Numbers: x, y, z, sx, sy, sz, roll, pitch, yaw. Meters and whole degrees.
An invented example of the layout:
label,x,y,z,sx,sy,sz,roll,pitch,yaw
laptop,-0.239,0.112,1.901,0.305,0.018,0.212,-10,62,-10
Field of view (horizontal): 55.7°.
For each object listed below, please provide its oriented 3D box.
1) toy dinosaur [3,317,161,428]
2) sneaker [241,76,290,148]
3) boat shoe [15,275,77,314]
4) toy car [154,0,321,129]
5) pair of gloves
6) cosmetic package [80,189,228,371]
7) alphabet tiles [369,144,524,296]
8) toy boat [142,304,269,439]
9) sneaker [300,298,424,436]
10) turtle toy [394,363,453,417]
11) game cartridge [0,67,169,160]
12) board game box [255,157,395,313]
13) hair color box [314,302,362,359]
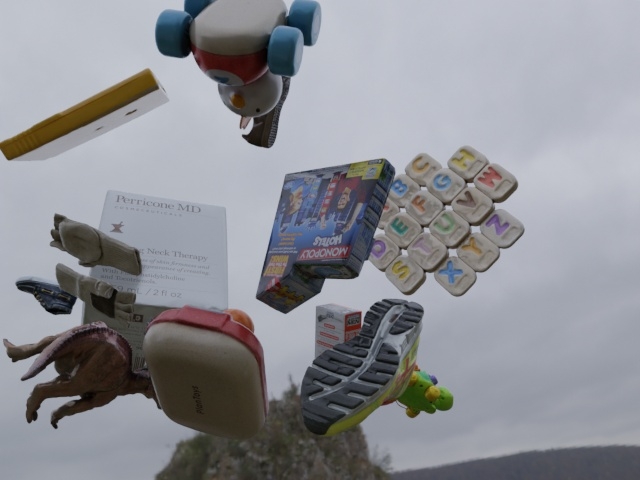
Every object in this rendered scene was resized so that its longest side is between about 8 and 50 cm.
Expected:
label,x,y,z,sx,sy,sz,roll,pitch,yaw
toy dinosaur,-0.313,0.173,0.876,0.201,0.127,0.295,-21,-25,-4
sneaker,-0.116,-0.290,1.266,0.071,0.188,0.066,15,1,13
boat shoe,-0.763,0.153,1.671,0.184,0.083,0.065,7,-31,4
toy car,-0.127,-0.277,1.017,0.219,0.210,0.237,11,-46,9
pair of gloves,-0.460,0.063,1.226,0.204,0.042,0.240,26,-48,7
cosmetic package,-0.436,0.129,1.600,0.330,0.393,0.327,8,-49,-17
alphabet tiles,0.212,-0.039,1.096,0.284,0.278,0.021,-46,-40,5
toy boat,-0.132,0.155,0.803,0.151,0.151,0.231,11,-47,11
sneaker,0.054,0.147,0.636,0.082,0.094,0.208,14,30,32
turtle toy,0.183,0.274,1.104,0.130,0.066,0.095,33,-48,-1
game cartridge,-0.485,-0.260,1.292,0.324,0.052,0.285,-27,11,-6
board game box,0.000,0.000,0.780,0.060,0.194,0.194,34,-22,-35
hair color box,0.036,0.223,1.263,0.053,0.167,0.093,-6,11,-40
